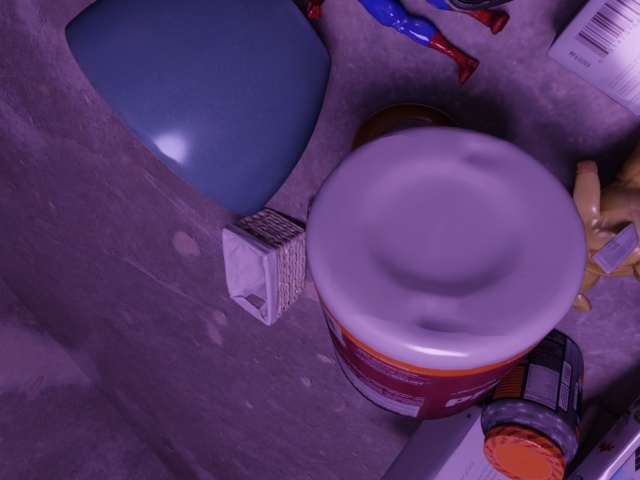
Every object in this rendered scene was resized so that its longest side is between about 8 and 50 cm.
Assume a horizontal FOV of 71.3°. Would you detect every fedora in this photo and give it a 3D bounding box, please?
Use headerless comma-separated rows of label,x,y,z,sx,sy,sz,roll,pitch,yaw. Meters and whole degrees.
fedora,0.107,-0.078,0.585,0.194,0.079,0.194,17,129,22

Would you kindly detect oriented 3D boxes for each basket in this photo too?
basket,-0.093,0.042,0.778,0.113,0.103,0.167,30,136,30

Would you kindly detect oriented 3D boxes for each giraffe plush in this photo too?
giraffe plush,0.298,0.006,0.474,0.170,0.210,0.181,127,127,-68

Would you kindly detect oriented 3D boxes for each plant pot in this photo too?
plant pot,-0.103,-0.202,0.530,0.195,0.290,0.290,-39,98,10

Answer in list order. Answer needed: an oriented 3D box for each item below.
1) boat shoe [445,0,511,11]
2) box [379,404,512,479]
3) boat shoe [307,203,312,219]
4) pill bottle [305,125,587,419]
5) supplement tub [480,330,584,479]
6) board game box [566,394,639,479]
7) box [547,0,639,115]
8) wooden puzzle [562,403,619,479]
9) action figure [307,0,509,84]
boat shoe,0.204,-0.262,0.349,0.233,0.079,0.084,-20,111,26
box,0.300,0.451,0.722,0.345,0.215,0.168,40,169,2
boat shoe,0.000,0.000,0.739,0.040,0.049,0.142,-5,132,-7
pill bottle,0.118,0.081,0.521,0.224,0.224,0.392,22,156,19
supplement tub,0.288,0.220,0.608,0.117,0.190,0.117,18,131,22
board game box,0.457,0.270,0.528,0.193,0.053,0.305,32,102,9
box,0.276,-0.186,0.385,0.102,0.087,0.101,37,135,3
wooden puzzle,0.449,0.457,0.603,0.348,0.322,0.080,36,169,3
action figure,0.042,-0.261,0.457,0.280,0.139,0.091,37,134,8
